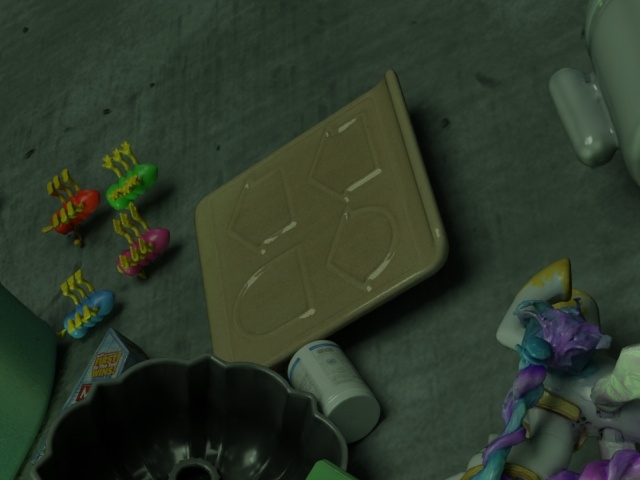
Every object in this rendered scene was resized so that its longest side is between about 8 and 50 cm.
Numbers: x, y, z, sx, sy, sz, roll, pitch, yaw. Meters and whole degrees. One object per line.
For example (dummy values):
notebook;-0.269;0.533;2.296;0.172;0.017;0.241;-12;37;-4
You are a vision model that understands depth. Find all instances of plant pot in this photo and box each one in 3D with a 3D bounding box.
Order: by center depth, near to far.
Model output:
plant pot;-0.501;0.169;1.957;0.248;0.247;0.252;12;62;46

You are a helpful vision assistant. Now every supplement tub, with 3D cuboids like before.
supplement tub;0.014;0.165;1.625;0.071;0.071;0.107;-43;40;6

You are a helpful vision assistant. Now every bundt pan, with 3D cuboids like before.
bundt pan;-0.132;0.281;1.533;0.331;0.124;0.330;2;47;-2

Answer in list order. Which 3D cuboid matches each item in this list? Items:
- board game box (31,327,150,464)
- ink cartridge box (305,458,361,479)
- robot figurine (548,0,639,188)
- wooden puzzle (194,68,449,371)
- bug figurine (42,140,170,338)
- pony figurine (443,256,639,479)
board game box;-0.244;0.204;1.831;0.194;0.060;0.194;-4;57;40
ink cartridge box;0.111;0.328;1.304;0.278;0.201;0.117;24;79;48
robot figurine;0.377;-0.170;1.467;0.300;0.199;0.353;-17;47;12
wooden puzzle;0.000;0.000;1.771;0.348;0.080;0.322;-35;41;22
bug figurine;-0.296;0.001;2.028;0.216;0.072;0.279;-36;46;24
pony figurine;0.283;0.146;1.250;0.351;0.302;0.363;4;36;27
